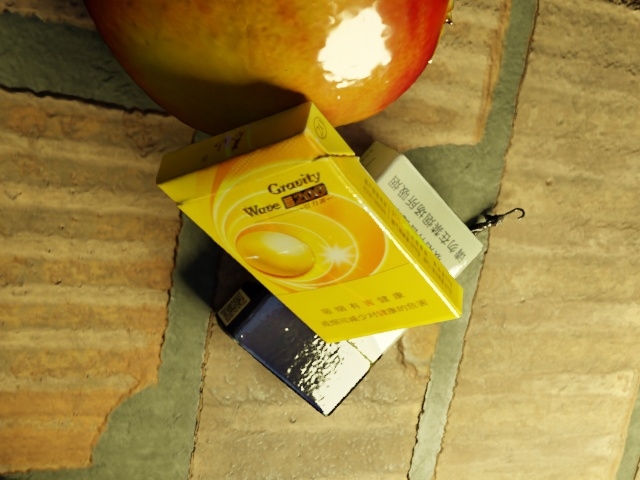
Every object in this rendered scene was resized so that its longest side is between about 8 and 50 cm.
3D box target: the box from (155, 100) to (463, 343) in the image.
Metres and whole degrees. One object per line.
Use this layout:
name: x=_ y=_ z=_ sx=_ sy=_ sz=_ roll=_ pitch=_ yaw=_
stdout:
box: x=0.000 y=0.000 z=0.770 sx=0.152 sy=0.044 sz=0.269 roll=-17 pitch=137 yaw=30

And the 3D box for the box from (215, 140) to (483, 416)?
box: x=0.032 y=0.043 z=0.941 sx=0.259 sy=0.071 sz=0.168 roll=-48 pitch=119 yaw=-4

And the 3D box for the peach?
peach: x=-0.065 y=-0.251 z=0.682 sx=0.242 sy=0.306 sz=0.381 roll=-28 pitch=121 yaw=-21

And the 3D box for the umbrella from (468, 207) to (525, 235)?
umbrella: x=0.180 y=-0.012 z=1.023 sx=0.122 sy=0.022 sz=0.013 roll=-23 pitch=141 yaw=-5
